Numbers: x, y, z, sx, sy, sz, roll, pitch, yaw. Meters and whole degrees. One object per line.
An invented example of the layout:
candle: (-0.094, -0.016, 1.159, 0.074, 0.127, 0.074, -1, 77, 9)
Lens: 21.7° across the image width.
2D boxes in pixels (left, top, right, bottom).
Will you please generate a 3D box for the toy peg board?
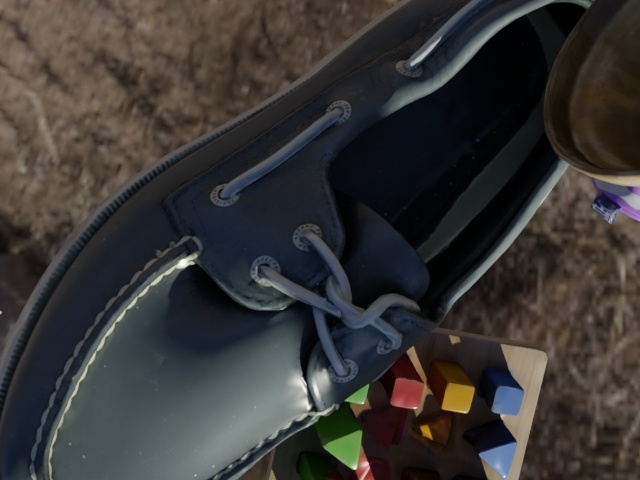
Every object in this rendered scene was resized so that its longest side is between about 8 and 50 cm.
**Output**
toy peg board: (0.055, 0.140, 1.040, 0.161, 0.079, 0.161, 10, 102, -9)

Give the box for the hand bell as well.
hand bell: (0.193, 0.008, 0.541, 0.126, 0.126, 0.242, -28, 122, 30)

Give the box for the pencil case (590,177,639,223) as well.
pencil case: (0.236, -0.104, 1.015, 0.086, 0.088, 0.206, -1, 125, -40)

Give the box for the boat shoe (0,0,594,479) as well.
boat shoe: (0.000, 0.000, 0.644, 0.116, 0.319, 0.099, 54, 157, -17)
